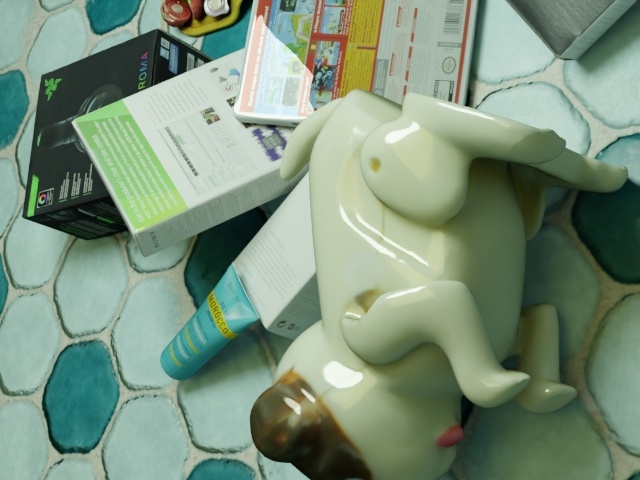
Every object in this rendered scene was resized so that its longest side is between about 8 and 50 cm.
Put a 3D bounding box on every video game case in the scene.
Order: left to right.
[{"bbox_3d":[0.045,-0.234,1.262,0.285,0.025,0.204,6,78,13],"label":"video game case"}]

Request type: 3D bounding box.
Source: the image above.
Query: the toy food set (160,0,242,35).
[{"bbox_3d":[-0.193,-0.384,1.548,0.217,0.071,0.128,-10,69,36],"label":"toy food set"}]

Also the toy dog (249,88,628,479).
[{"bbox_3d":[0.074,0.063,1.038,0.395,0.284,0.408,19,94,24],"label":"toy dog"}]

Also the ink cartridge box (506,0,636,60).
[{"bbox_3d":[0.276,-0.409,1.091,0.304,0.072,0.307,52,123,15],"label":"ink cartridge box"}]

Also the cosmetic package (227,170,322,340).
[{"bbox_3d":[0.000,0.000,1.260,0.231,0.085,0.117,-48,53,14],"label":"cosmetic package"}]

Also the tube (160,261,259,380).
[{"bbox_3d":[-0.142,0.114,1.309,0.207,0.052,0.080,-46,68,43],"label":"tube"}]

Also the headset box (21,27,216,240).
[{"bbox_3d":[-0.307,-0.149,1.520,0.283,0.131,0.246,-11,68,36],"label":"headset box"}]

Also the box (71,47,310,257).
[{"bbox_3d":[-0.130,-0.133,1.310,0.322,0.058,0.232,-24,52,-14],"label":"box"}]
